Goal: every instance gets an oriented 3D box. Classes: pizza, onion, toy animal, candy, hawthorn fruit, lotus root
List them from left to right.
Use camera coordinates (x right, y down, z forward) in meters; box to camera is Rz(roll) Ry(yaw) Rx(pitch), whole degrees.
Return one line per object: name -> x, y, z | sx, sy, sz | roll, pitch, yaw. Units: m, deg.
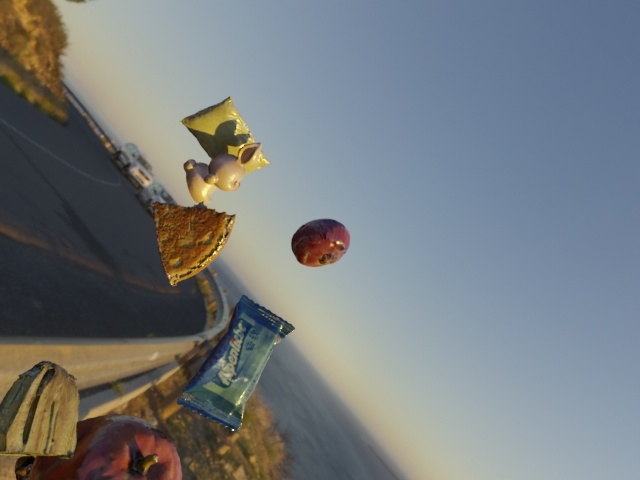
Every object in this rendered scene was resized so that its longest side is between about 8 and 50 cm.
lotus root -> -0.439, 0.265, 0.773 | 0.143, 0.070, 0.144 | 63, 21, -53
hawthorn fruit -> -0.384, 0.450, 0.916 | 0.275, 0.300, 0.275 | 39, 30, -27
pizza -> -0.140, -0.009, 0.576 | 0.029, 0.099, 0.100 | -14, 87, -84
toy animal -> -0.233, -0.170, 1.269 | 0.124, 0.213, 0.124 | -17, 90, -78
candy -> -0.214, 0.323, 1.336 | 0.187, 0.331, 0.077 | 35, -30, -13
onion -> 0.000, 0.000, 0.962 | 0.115, 0.115, 0.104 | 59, 9, -46

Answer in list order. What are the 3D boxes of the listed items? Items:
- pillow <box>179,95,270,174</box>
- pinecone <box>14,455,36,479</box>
pillow -> -0.243, -0.255, 1.308 | 0.229, 0.148, 0.050 | 59, 14, -47
pinecone -> -0.620, 0.665, 1.352 | 0.384, 0.384, 0.384 | 48, -9, 10
